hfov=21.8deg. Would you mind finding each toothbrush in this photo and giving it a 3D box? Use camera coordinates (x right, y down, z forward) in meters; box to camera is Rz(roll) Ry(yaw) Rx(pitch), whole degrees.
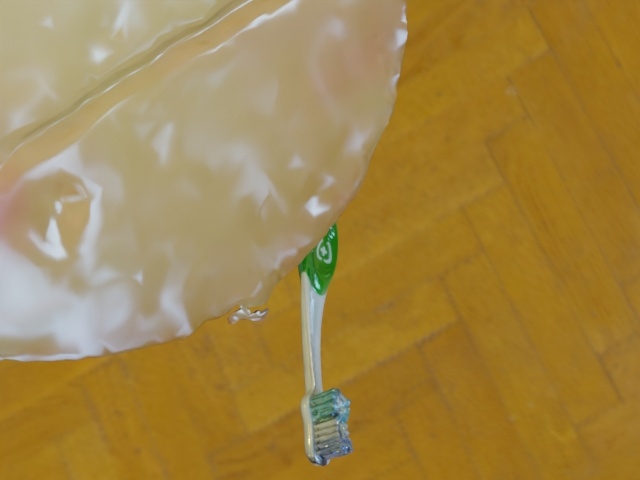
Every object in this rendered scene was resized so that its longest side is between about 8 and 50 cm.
[{"bbox_3d":[-0.004,0.002,1.478,0.040,0.042,0.418,-25,54,33],"label":"toothbrush"}]

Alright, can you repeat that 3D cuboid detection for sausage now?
[{"bbox_3d":[-0.133,-0.107,0.638,0.233,0.233,0.287,-59,34,0],"label":"sausage"}]
